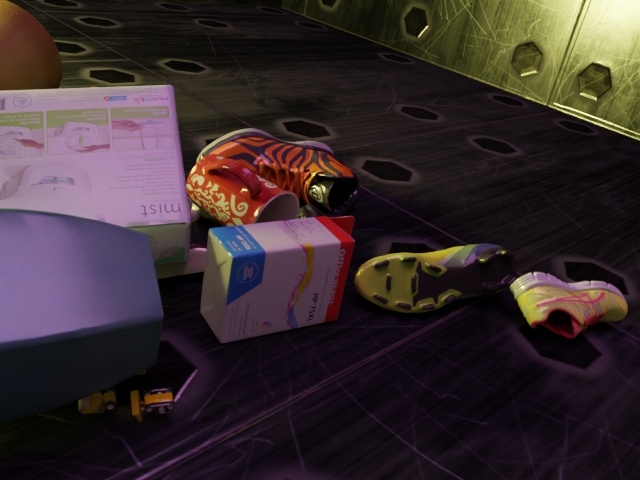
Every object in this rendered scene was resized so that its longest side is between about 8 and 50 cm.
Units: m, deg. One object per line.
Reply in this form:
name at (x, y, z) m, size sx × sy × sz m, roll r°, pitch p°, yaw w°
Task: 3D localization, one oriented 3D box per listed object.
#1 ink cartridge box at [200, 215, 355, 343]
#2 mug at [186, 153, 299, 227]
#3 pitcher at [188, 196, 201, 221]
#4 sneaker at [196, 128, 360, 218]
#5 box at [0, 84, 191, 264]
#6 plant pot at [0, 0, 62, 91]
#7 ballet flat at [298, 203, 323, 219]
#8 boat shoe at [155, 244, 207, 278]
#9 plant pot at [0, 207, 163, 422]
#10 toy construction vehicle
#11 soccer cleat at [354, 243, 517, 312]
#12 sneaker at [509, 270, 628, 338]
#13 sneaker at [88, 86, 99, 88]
ink cartridge box at (-0.040, 0.047, 0.887) m, size 0.230 × 0.134 × 0.078 m, roll -8°, pitch 32°, yaw -32°
mug at (-0.130, -0.082, 1.064) m, size 0.169 × 0.150 × 0.113 m, roll 33°, pitch 39°, yaw 28°
pitcher at (-0.304, -0.076, 1.050) m, size 0.207 × 0.126 × 0.178 m, roll 26°, pitch 8°, yaw 4°
sneaker at (-0.059, -0.121, 1.206) m, size 0.320 × 0.125 × 0.180 m, roll -7°, pitch 32°, yaw -33°
box at (-0.319, -0.083, 0.883) m, size 0.261 × 0.127 × 0.231 m, roll -6°, pitch 65°, yaw -15°
plant pot at (-0.655, -0.298, 1.220) m, size 0.236 × 0.237 × 0.254 m, roll 11°, pitch 41°, yaw -2°
ballet flat at (0.000, 0.000, 1.107) m, size 0.057 × 0.049 × 0.173 m, roll 28°, pitch 21°, yaw -36°
boat shoe at (-0.224, 0.030, 0.947) m, size 0.132 × 0.049 × 0.042 m, roll -2°, pitch 2°, yaw -12°
plant pot at (-0.283, 0.070, 0.640) m, size 0.234 × 0.166 × 0.166 m, roll -6°, pitch 55°, yaw -22°
toy construction vehicle at (-0.216, 0.164, 0.713) m, size 0.098 × 0.035 × 0.086 m, roll -3°, pitch 42°, yaw -22°
soccer cleat at (0.178, 0.059, 1.036) m, size 0.288 × 0.094 × 0.121 m, roll -6°, pitch 2°, yaw -23°
sneaker at (0.396, 0.115, 1.017) m, size 0.208 × 0.081 × 0.094 m, roll 8°, pitch 50°, yaw -16°
sneaker at (-0.476, -0.296, 1.412) m, size 0.084 × 0.083 × 0.215 m, roll 14°, pitch 26°, yaw 6°
